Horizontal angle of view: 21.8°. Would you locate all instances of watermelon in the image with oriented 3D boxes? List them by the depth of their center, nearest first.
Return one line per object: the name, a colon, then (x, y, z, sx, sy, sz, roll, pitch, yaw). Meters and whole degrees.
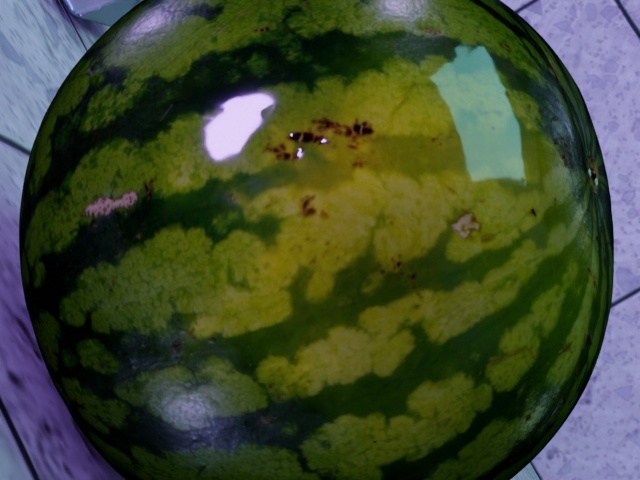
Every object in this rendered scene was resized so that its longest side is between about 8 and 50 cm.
watermelon: (0.000, 0.000, 0.784, 0.285, 0.285, 0.285, 57, 8, -12)

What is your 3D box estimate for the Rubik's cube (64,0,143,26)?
Rubik's cube: (-0.144, -0.304, 1.295, 0.213, 0.224, 0.265, 59, 13, 9)
